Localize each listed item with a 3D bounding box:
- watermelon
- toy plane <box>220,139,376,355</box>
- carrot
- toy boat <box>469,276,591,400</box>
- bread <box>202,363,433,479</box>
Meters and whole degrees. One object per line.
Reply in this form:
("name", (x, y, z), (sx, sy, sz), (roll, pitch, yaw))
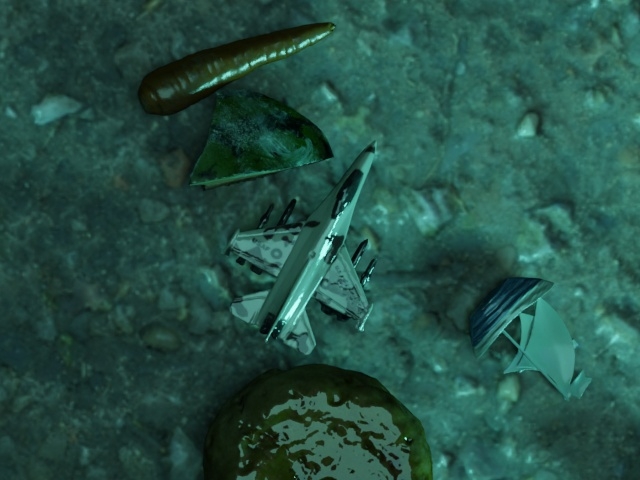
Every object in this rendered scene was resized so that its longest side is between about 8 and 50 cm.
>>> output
("watermelon", (-0.060, -0.096, 1.790), (0.155, 0.080, 0.101), (-4, 75, -11))
("toy plane", (-0.005, 0.008, 1.805), (0.160, 0.082, 0.234), (29, 72, -1))
("carrot", (-0.081, -0.176, 1.794), (0.216, 0.048, 0.048), (-24, 97, -15))
("toy boat", (0.224, 0.095, 1.867), (0.149, 0.034, 0.105), (24, 89, -11))
("bread", (-0.003, 0.231, 1.782), (0.230, 0.123, 0.230), (1, 85, -6))
